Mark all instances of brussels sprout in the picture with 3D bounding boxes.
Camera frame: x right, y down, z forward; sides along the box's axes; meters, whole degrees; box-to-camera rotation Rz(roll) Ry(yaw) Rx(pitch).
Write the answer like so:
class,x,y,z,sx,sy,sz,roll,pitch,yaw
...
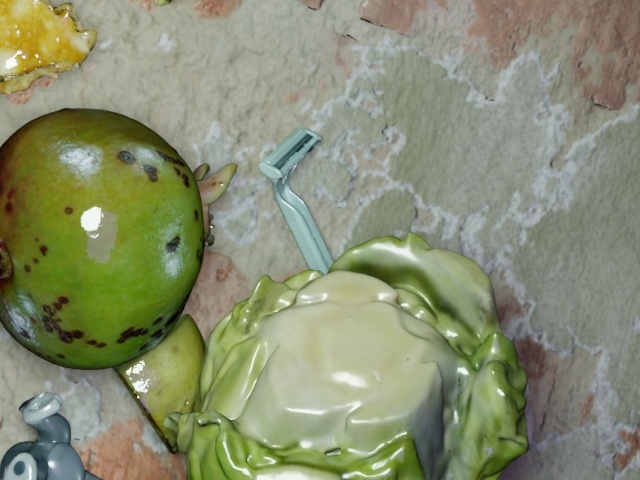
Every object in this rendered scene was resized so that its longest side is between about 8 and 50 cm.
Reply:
class,x,y,z,sx,sy,sz,roll,pitch,yaw
brussels sprout,0.032,0.226,1.713,0.425,0.361,0.342,-21,62,-13

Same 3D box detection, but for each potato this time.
class,x,y,z,sx,sy,sz,roll,pitch,yaw
potato,-0.169,0.181,1.756,0.120,0.081,0.149,-35,110,-13

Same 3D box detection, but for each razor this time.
class,x,y,z,sx,sy,sz,roll,pitch,yaw
razor,-0.009,0.002,1.819,0.111,0.056,0.278,-48,126,-50

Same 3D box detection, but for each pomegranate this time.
class,x,y,z,sx,sy,sz,roll,pitch,yaw
pomegranate,-0.228,0.006,1.604,0.323,0.291,0.290,11,93,-34

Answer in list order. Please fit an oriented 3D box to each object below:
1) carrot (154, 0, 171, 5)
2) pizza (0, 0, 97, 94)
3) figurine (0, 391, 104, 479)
class,x,y,z,sx,sy,sz,roll,pitch,yaw
carrot,-0.158,-0.385,1.638,0.061,0.061,0.256,-3,127,-24
pizza,-0.451,-0.235,1.543,0.406,0.130,0.440,16,81,-26
figurine,-0.324,0.323,1.681,0.193,0.140,0.265,-28,97,-42
